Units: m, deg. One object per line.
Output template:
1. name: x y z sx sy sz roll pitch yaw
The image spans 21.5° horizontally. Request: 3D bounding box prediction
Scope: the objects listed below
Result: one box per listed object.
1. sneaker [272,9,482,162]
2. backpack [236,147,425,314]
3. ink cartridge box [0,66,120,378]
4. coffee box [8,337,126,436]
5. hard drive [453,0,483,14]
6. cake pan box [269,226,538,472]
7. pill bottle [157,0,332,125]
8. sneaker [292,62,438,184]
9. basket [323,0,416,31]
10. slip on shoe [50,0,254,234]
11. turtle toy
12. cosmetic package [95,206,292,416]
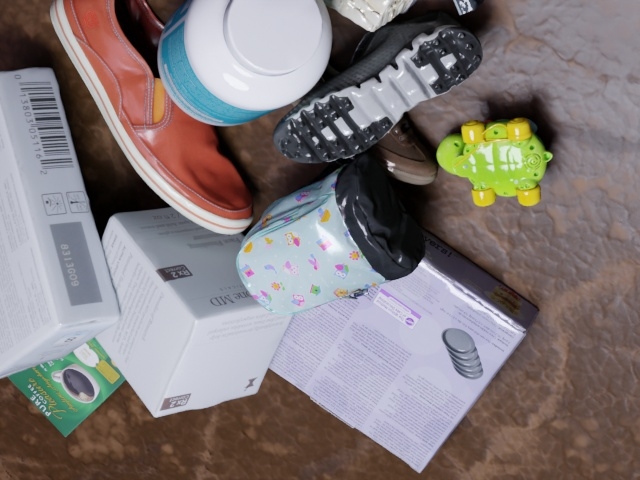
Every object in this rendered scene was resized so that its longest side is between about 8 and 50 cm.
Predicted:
1. sneaker: 0.054 -0.162 1.730 0.234 0.106 0.078 -31 122 11
2. backpack: 0.000 0.000 1.774 0.182 0.115 0.152 -22 103 31
3. ink cartridge box: -0.395 0.013 1.995 0.385 0.091 0.308 -32 72 50
4. coffee box: -0.301 0.154 2.108 0.113 0.040 0.184 45 124 -1
5. hard drive: 0.132 -0.297 1.649 0.022 0.094 0.135 -17 107 29
6. cake pan box: 0.072 0.099 1.896 0.267 0.070 0.246 34 122 6
7. pill bottle: -0.074 -0.197 1.687 0.146 0.264 0.146 0 89 -14
8. sneaker: 0.053 -0.132 1.788 0.188 0.066 0.071 33 119 4
9. basket: 0.030 -0.302 1.689 0.167 0.103 0.113 33 125 5
10. slip on shoe: -0.170 -0.152 1.853 0.101 0.123 0.331 -30 96 29
11. turtle toy: 0.180 -0.088 1.751 0.130 0.066 0.095 0 114 25
12. cosmetic package: -0.152 0.074 1.894 0.184 0.151 0.151 47 129 31
